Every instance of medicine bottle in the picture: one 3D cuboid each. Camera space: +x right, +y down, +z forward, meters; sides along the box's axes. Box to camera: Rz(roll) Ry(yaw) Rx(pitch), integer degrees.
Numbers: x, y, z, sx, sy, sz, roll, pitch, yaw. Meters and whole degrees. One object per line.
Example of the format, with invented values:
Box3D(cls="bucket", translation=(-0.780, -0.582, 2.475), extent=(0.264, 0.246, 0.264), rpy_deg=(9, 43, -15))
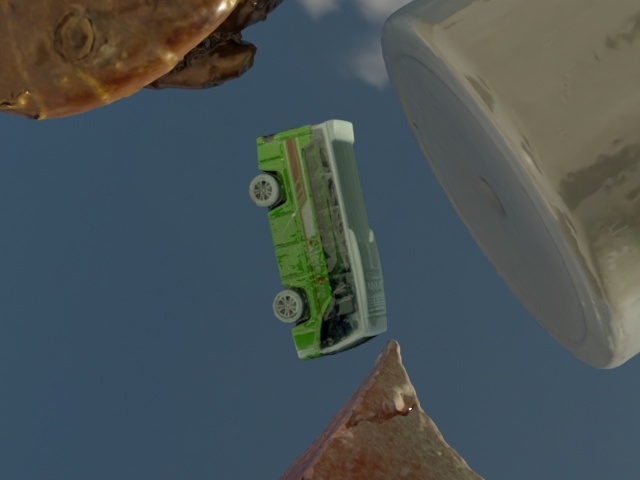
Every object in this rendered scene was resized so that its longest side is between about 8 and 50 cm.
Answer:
Box3D(cls="medicine bottle", translation=(0.188, -0.081, 0.783), extent=(0.232, 0.238, 0.238), rpy_deg=(-33, -116, -4))

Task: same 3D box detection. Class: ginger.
Box3D(cls="ginger", translation=(-0.074, -0.098, 0.613), extent=(0.162, 0.103, 0.073), rpy_deg=(-22, -89, 10))

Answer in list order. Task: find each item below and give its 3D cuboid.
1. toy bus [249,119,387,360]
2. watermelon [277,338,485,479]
Box3D(cls="toy bus", translation=(0.000, 0.000, 0.506), extent=(0.037, 0.031, 0.083), rpy_deg=(-13, -94, 20))
Box3D(cls="watermelon", translation=(-0.004, 0.185, 0.693), extent=(0.232, 0.310, 0.193), rpy_deg=(-31, -113, -15))
